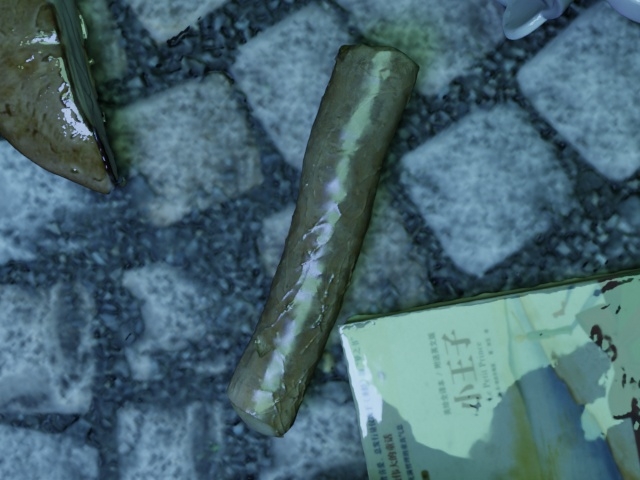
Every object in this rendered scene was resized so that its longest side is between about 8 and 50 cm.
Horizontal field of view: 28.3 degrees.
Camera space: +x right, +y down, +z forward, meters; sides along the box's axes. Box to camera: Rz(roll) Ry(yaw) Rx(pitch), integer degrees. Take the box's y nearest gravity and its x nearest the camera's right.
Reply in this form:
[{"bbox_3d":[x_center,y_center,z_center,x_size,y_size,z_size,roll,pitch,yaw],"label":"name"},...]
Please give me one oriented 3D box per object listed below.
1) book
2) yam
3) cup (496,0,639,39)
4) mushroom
[{"bbox_3d":[0.174,0.130,0.954,0.289,0.026,0.201,-12,95,5],"label":"book"},{"bbox_3d":[0.000,0.000,0.945,0.066,0.066,0.299,18,94,4],"label":"yam"},{"bbox_3d":[0.176,-0.274,0.831,0.257,0.219,0.289,-45,75,5],"label":"cup"},{"bbox_3d":[-0.215,-0.130,0.953,0.094,0.072,0.209,-12,92,14],"label":"mushroom"}]
